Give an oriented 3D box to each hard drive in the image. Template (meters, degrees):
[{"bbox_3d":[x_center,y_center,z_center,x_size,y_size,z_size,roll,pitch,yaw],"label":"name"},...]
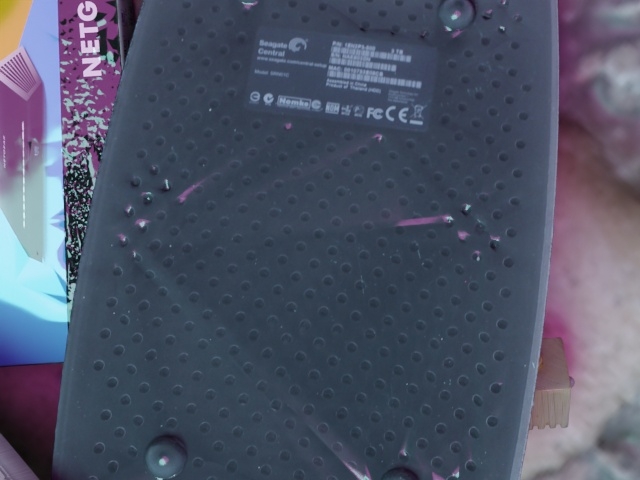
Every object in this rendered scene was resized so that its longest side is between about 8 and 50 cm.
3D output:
[{"bbox_3d":[0.000,0.000,0.512,0.172,0.054,0.254,7,71,3],"label":"hard drive"}]

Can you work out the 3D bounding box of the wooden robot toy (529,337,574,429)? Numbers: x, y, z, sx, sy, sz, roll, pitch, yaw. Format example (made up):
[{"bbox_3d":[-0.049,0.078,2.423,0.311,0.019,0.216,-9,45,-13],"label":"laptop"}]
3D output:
[{"bbox_3d":[0.019,0.085,0.563,0.173,0.076,0.079,-17,137,-7],"label":"wooden robot toy"}]

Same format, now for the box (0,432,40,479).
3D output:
[{"bbox_3d":[-0.149,0.150,0.480,0.231,0.056,0.183,40,124,32],"label":"box"}]

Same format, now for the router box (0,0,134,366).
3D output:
[{"bbox_3d":[-0.141,-0.037,0.559,0.133,0.046,0.178,-4,95,2],"label":"router box"}]
